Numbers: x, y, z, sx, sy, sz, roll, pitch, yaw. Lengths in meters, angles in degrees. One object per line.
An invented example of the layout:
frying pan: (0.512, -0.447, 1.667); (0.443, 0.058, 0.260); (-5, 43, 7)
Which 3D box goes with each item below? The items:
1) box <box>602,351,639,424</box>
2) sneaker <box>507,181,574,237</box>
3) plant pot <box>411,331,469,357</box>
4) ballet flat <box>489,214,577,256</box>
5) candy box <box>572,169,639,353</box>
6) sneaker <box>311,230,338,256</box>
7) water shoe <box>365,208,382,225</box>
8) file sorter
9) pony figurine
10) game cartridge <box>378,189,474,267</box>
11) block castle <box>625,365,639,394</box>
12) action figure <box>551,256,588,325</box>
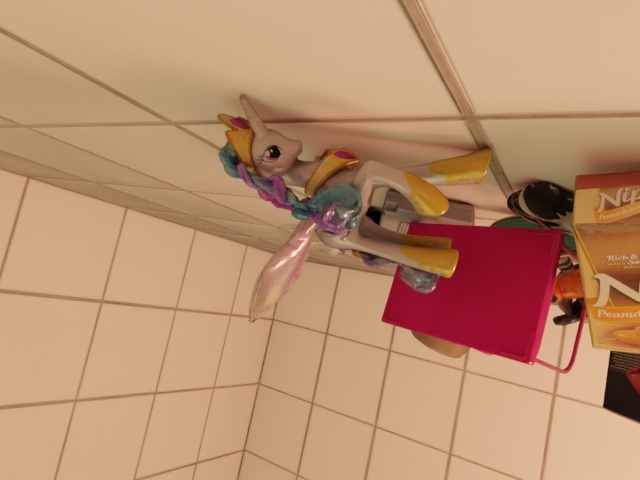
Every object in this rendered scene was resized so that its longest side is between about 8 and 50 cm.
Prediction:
box: (1.057, 0.352, 1.356); (0.293, 0.396, 0.212); (12, 173, 4)
sneaker: (0.374, -0.044, 0.721); (0.178, 0.072, 0.077); (26, 176, -12)
plant pot: (0.457, 0.235, 1.581); (0.322, 0.281, 0.323); (22, -171, -4)
ballet flat: (0.440, -0.008, 0.845); (0.248, 0.086, 0.086); (5, 171, 41)
candy box: (0.443, 0.043, 0.594); (0.182, 0.088, 0.316); (-2, 142, 34)
sneaker: (0.000, 0.000, 1.659); (0.115, 0.091, 0.232); (18, 171, -20)
water shoe: (0.164, -0.028, 1.167); (0.203, 0.073, 0.080); (17, 170, -38)
file sorter: (0.298, 0.099, 0.830); (0.182, 0.202, 0.290); (26, 168, -37)
pony figurine: (0.026, -0.037, 0.707); (0.363, 0.303, 0.351); (15, 142, 8)
game cartridge: (0.222, -0.007, 1.013); (0.197, 0.062, 0.297); (8, 156, 4)
block castle: (0.904, 0.239, 0.910); (0.452, 0.213, 0.303); (-19, 166, -2)
action figure: (0.667, 0.085, 1.100); (0.330, 0.179, 0.341); (9, 150, -41)
